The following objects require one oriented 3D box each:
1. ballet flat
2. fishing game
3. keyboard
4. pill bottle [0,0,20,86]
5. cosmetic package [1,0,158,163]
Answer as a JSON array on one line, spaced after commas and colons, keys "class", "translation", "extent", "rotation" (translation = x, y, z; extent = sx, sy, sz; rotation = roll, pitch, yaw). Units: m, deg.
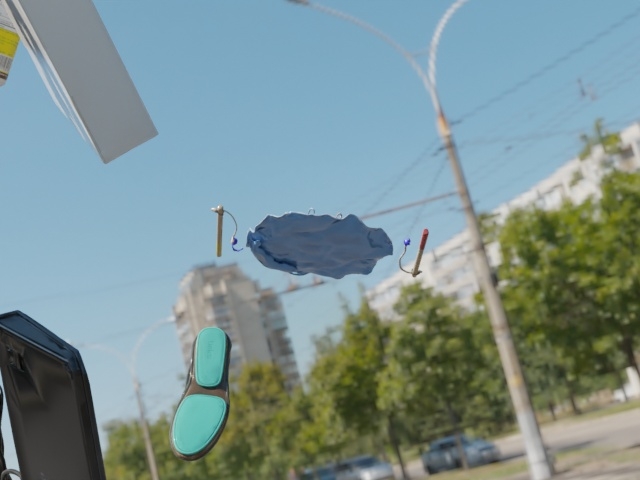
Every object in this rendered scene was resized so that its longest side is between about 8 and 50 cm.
[{"class": "ballet flat", "translation": [-0.204, 0.288, 2.060], "extent": [0.095, 0.280, 0.096], "rotation": [8, -40, 4]}, {"class": "fishing game", "translation": [0.000, 0.000, 1.422], "extent": [0.264, 0.041, 0.189], "rotation": [4, -25, 1]}, {"class": "keyboard", "translation": [-0.226, 0.205, 0.960], "extent": [0.202, 0.317, 0.033], "rotation": [19, 31, 41]}, {"class": "pill bottle", "translation": [-0.558, -0.375, 1.934], "extent": [0.117, 0.215, 0.117], "rotation": [18, 1, 0]}, {"class": "cosmetic package", "translation": [-0.379, -0.299, 1.673], "extent": [0.097, 0.284, 0.377], "rotation": [-32, 29, -10]}]
